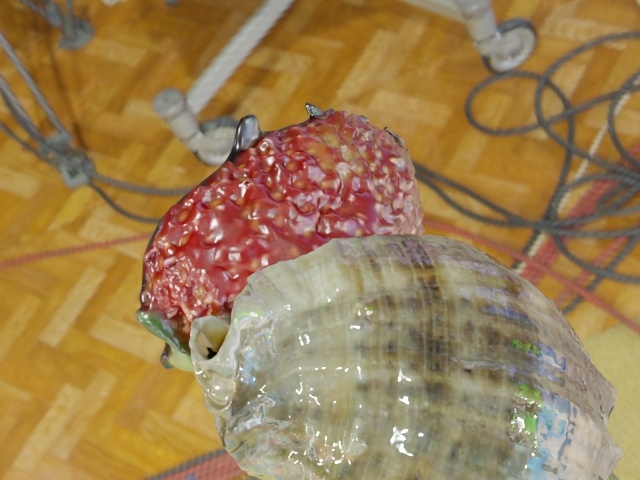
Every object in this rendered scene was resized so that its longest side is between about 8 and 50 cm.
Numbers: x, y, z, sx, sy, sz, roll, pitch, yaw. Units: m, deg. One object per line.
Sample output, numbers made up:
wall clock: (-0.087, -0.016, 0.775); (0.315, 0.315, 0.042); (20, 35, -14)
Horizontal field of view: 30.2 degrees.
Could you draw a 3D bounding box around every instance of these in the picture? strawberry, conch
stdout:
strawberry: (0.000, 0.000, 0.972); (0.137, 0.233, 0.306); (0, 52, 55)
conch: (0.071, 0.125, 0.609); (0.210, 0.291, 0.159); (-48, 32, 0)

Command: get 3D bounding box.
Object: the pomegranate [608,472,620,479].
pomegranate: (0.259, 0.320, 1.262); (0.156, 0.156, 0.220); (-6, 29, 22)
